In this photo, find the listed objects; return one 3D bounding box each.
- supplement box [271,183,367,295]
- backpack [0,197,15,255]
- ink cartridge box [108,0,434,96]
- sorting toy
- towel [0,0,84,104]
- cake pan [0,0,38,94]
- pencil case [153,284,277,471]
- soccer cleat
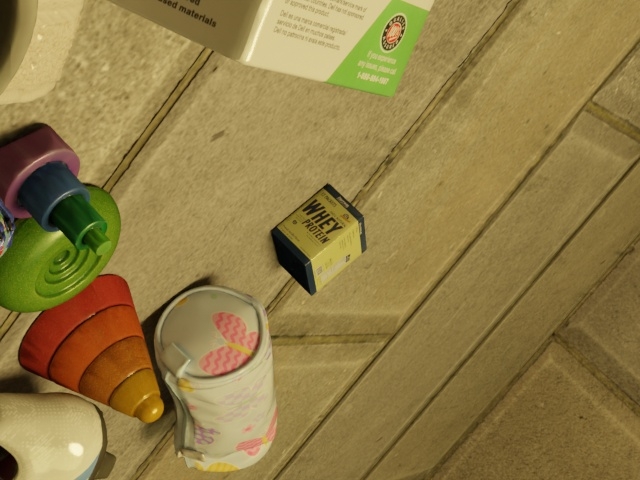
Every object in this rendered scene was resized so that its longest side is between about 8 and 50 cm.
[{"bbox_3d":[0.000,0.000,1.359,0.083,0.056,0.083,-40,158,-14],"label":"supplement box"},{"bbox_3d":[-0.265,0.012,0.736,0.158,0.117,0.173,-45,-168,-1],"label":"backpack"},{"bbox_3d":[0.013,-0.249,0.770,0.211,0.122,0.289,1,115,-62],"label":"ink cartridge box"},{"bbox_3d":[-0.182,0.054,1.031,0.127,0.126,0.365,-37,158,-20],"label":"sorting toy"},{"bbox_3d":[-0.223,-0.151,0.698,0.282,0.049,0.187,-16,145,-52],"label":"towel"},{"bbox_3d":[-0.266,-0.114,0.513,0.293,0.054,0.293,-9,151,-5],"label":"cake pan"},{"bbox_3d":[-0.111,0.154,1.357,0.124,0.113,0.273,-23,153,-15],"label":"pencil case"},{"bbox_3d":[-0.327,0.253,1.179,0.143,0.116,0.331,17,122,-39],"label":"soccer cleat"}]
